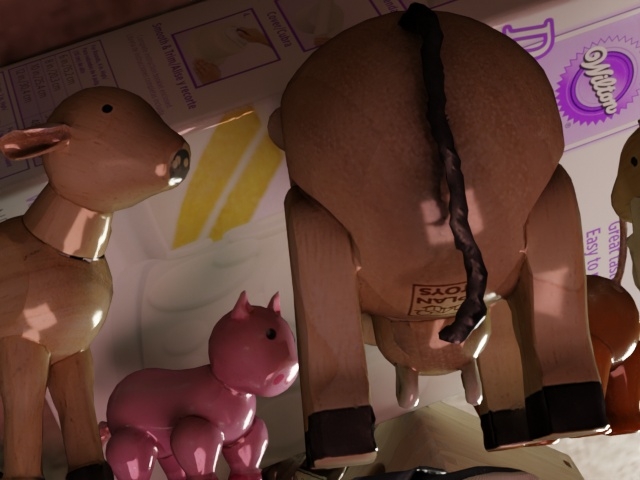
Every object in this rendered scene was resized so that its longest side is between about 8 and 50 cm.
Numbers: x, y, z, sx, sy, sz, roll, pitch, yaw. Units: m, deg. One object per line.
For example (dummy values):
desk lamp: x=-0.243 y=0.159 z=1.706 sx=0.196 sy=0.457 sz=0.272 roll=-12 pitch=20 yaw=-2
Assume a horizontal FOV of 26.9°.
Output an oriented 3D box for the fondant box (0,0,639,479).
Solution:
fondant box: x=0.004 y=-0.012 z=0.687 sx=0.330 sy=0.096 sz=0.238 roll=-20 pitch=133 yaw=-8

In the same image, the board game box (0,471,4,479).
board game box: x=-0.211 y=0.246 z=0.811 sx=0.136 sy=0.030 sz=0.260 roll=30 pitch=121 yaw=6

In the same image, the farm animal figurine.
farm animal figurine: x=0.000 y=0.000 z=0.507 sx=0.330 sy=0.172 sz=0.327 roll=-4 pitch=169 yaw=-20

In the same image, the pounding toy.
pounding toy: x=0.028 y=0.179 z=0.770 sx=0.206 sy=0.094 sz=0.181 roll=25 pitch=110 yaw=-24

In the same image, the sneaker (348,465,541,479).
sneaker: x=0.054 y=0.181 z=0.630 sx=0.163 sy=0.086 sz=0.226 roll=-16 pitch=138 yaw=26

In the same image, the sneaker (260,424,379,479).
sneaker: x=-0.020 y=0.123 z=0.810 sx=0.188 sy=0.071 sz=0.066 roll=-2 pitch=130 yaw=-23
